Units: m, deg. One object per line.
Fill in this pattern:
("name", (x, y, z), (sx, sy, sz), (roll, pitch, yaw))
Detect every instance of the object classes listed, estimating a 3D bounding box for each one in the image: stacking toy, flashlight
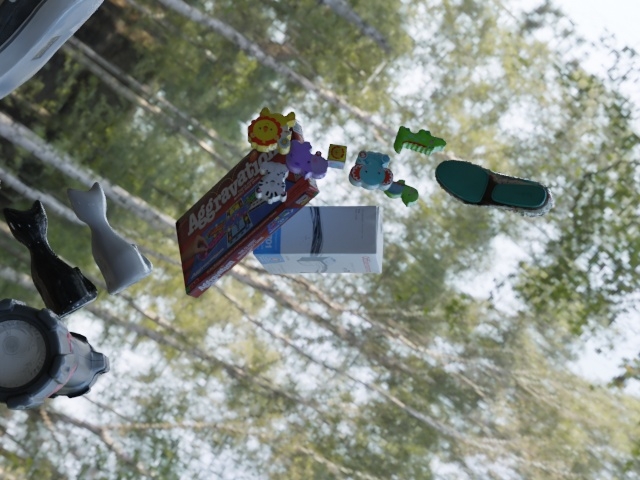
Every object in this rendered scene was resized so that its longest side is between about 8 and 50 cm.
("stacking toy", (0.024, -0.086, 1.027), (0.167, 0.221, 0.052), (102, -5, -71))
("flashlight", (-0.298, 0.128, 0.911), (0.103, 0.103, 0.304), (-47, 180, -15))

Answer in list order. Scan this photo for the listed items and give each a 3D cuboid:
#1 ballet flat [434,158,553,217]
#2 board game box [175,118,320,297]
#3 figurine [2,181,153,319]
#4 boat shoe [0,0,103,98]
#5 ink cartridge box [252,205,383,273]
("ballet flat", (0.335, -0.092, 1.676), (0.241, 0.077, 0.091), (22, -99, 28))
("board game box", (-0.118, -0.048, 1.294), (0.281, 0.027, 0.145), (-40, -133, 29))
("figurine", (-0.429, 0.008, 1.529), (0.092, 0.209, 0.215), (-28, 180, 42))
("boat shoe", (-0.306, -0.204, 0.839), (0.228, 0.076, 0.080), (-32, -174, 31))
("ink cartridge box", (0.000, 0.000, 1.354), (0.139, 0.190, 0.082), (63, 28, -73))
